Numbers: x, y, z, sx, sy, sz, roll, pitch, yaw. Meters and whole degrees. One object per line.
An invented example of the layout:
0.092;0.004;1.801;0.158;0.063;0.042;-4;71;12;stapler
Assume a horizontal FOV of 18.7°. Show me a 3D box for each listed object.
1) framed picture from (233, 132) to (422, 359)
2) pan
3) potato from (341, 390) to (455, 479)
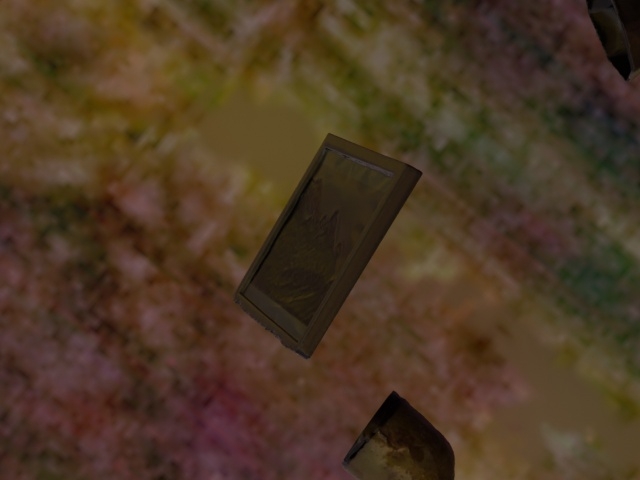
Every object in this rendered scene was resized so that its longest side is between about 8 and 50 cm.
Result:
-0.001;0.000;1.771;0.018;0.192;0.265;30;180;-18;framed picture
0.298;-0.231;1.885;0.202;0.048;0.128;65;-179;-82;pan
0.080;0.211;1.831;0.103;0.096;0.066;33;-162;4;potato
